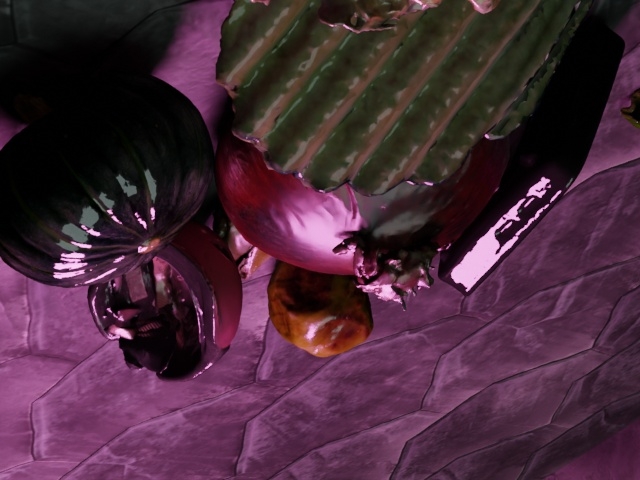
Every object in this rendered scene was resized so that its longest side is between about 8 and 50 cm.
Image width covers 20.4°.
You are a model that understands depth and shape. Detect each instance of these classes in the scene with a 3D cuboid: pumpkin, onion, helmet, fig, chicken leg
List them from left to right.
[{"bbox_3d":[-0.233,-0.068,1.793,0.250,0.216,0.250,-44,-177,3],"label":"pumpkin"},{"bbox_3d":[-0.173,0.053,2.133,0.154,0.198,0.253,-45,167,-45],"label":"helmet"},{"bbox_3d":[-0.069,-0.004,2.221,0.125,0.080,0.196,-28,160,0],"label":"chicken leg"},{"bbox_3d":[-0.005,0.082,2.381,0.154,0.144,0.166,32,161,-19],"label":"fig"},{"bbox_3d":[0.054,-0.061,1.981,0.348,0.285,0.347,-11,153,-6],"label":"onion"}]

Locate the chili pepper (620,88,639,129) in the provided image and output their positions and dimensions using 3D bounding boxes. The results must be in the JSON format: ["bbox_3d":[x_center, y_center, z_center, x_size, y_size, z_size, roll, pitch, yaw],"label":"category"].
[{"bbox_3d":[0.512,-0.164,2.453,0.253,0.083,0.099,8,138,-43],"label":"chili pepper"}]

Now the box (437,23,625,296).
[{"bbox_3d":[0.257,-0.099,2.157,0.289,0.073,0.290,-52,-171,46],"label":"box"}]

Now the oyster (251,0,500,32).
[{"bbox_3d":[0.070,-0.292,1.603,0.351,0.115,0.238,18,100,-32],"label":"oyster"}]

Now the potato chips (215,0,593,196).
[{"bbox_3d":[0.103,-0.223,1.776,0.358,0.070,0.429,35,96,-35],"label":"potato chips"}]
